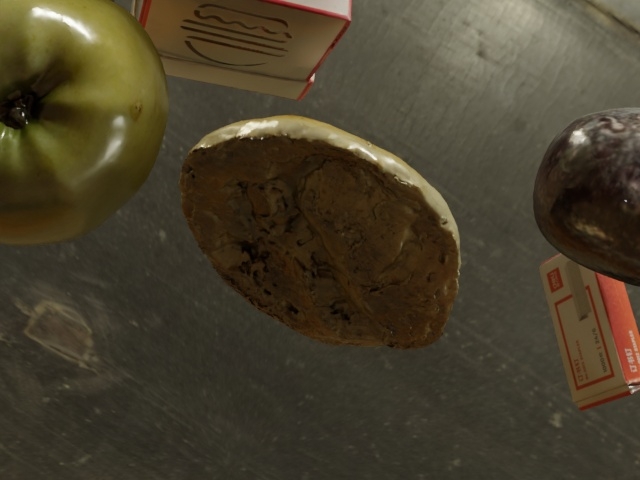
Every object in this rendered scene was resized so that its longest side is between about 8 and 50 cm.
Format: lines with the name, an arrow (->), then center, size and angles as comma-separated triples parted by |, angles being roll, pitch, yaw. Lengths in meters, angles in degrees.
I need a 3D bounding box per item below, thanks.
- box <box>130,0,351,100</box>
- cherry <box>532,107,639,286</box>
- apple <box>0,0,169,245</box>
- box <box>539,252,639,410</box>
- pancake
box -> -0.125, -0.441, 1.431 | 0.314, 0.300, 0.312 | 9, 73, -16
cherry -> 0.394, -0.053, 1.115 | 0.255, 0.296, 0.218 | 5, 112, -43
apple -> -0.267, -0.114, 0.813 | 0.262, 0.262, 0.262 | 1, 76, -5
box -> 0.395, 0.122, 1.307 | 0.050, 0.123, 0.229 | -1, 69, -23
pancake -> -0.001, -0.001, 1.117 | 0.387, 0.387, 0.082 | 29, 52, 2
